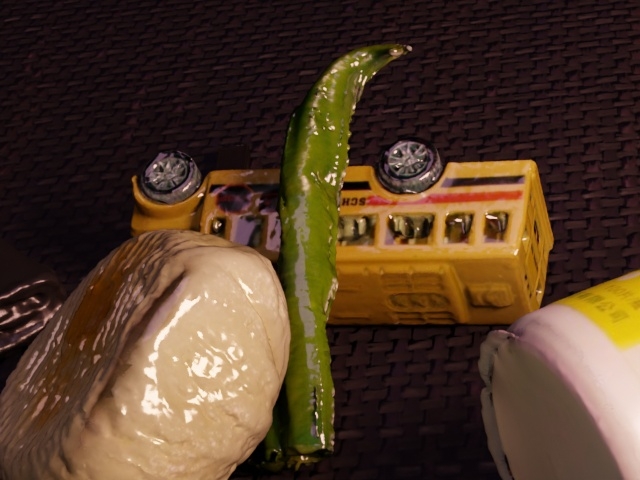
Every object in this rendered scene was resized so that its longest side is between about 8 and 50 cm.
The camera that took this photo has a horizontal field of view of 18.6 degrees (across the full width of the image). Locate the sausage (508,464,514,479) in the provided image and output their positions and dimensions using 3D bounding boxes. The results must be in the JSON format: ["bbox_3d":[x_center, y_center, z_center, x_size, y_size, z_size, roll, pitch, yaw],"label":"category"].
[{"bbox_3d":[0.140,0.168,1.353,0.028,0.025,0.198,-45,9,40],"label":"sausage"}]

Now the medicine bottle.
[{"bbox_3d":[0.314,0.088,1.252,0.379,0.213,0.213,-20,33,-15],"label":"medicine bottle"}]

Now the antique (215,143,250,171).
[{"bbox_3d":[-0.084,-0.033,1.754,0.031,0.015,0.192,-8,31,8],"label":"antique"}]

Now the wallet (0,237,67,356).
[{"bbox_3d":[-0.414,0.022,1.729,0.228,0.062,0.406,-28,35,-25],"label":"wallet"}]

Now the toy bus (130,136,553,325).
[{"bbox_3d":[0.012,0.001,1.568,0.336,0.121,0.123,-1,55,15],"label":"toy bus"}]

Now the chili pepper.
[{"bbox_3d":[0.000,0.000,1.466,0.085,0.076,0.359,-27,47,53],"label":"chili pepper"}]

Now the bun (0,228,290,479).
[{"bbox_3d":[-0.118,0.112,1.368,0.244,0.153,0.244,-47,19,21],"label":"bun"}]
